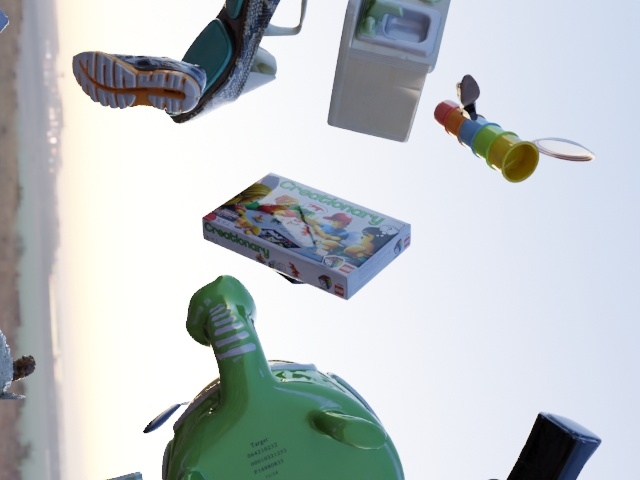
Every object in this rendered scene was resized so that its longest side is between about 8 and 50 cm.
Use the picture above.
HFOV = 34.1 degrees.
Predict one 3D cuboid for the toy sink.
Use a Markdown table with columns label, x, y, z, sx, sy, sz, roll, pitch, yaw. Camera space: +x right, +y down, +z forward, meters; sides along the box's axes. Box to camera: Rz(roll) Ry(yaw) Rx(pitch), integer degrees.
| label | x | y | z | sx | sy | sz | roll | pitch | yaw |
| --- | --- | --- | --- | --- | --- | --- | --- | --- | --- |
| toy sink | 0.098 | -0.271 | 1.437 | 0.234 | 0.131 | 0.152 | 100 | 3 | -56 |

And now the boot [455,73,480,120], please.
| label | x | y | z | sx | sy | sz | roll | pitch | yaw |
| --- | --- | --- | --- | --- | --- | --- | --- | --- | --- |
| boot | 0.290 | -0.296 | 2.088 | 0.087 | 0.042 | 0.118 | -105 | -178 | -54 |

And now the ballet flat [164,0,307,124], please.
| label | x | y | z | sx | sy | sz | roll | pitch | yaw |
| --- | --- | --- | --- | --- | --- | --- | --- | --- | --- |
| ballet flat | -0.126 | -0.392 | 1.926 | 0.482 | 0.182 | 0.164 | -59 | -143 | 34 |

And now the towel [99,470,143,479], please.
| label | x | y | z | sx | sy | sz | roll | pitch | yaw |
| --- | --- | --- | --- | --- | --- | --- | --- | --- | --- |
| towel | -0.390 | 0.537 | 2.043 | 0.023 | 0.113 | 0.152 | 102 | -25 | -77 |

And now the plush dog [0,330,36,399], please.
| label | x | y | z | sx | sy | sz | roll | pitch | yaw |
| --- | --- | --- | --- | --- | --- | --- | --- | --- | --- |
| plush dog | -0.626 | 0.168 | 1.837 | 0.262 | 0.211 | 0.225 | 33 | -44 | 58 |

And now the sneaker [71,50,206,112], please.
| label | x | y | z | sx | sy | sz | roll | pitch | yaw |
| --- | --- | --- | --- | --- | --- | --- | --- | --- | --- |
| sneaker | -0.271 | -0.244 | 1.568 | 0.083 | 0.215 | 0.084 | -60 | 162 | -54 |

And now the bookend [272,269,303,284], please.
| label | x | y | z | sx | sy | sz | roll | pitch | yaw |
| --- | --- | --- | --- | --- | --- | --- | --- | --- | --- |
| bookend | 0.000 | 0.000 | 2.002 | 0.072 | 0.156 | 0.157 | 34 | -70 | 33 |

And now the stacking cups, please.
| label | x | y | z | sx | sy | sz | roll | pitch | yaw |
| --- | --- | --- | --- | --- | --- | --- | --- | --- | --- |
| stacking cups | 0.345 | -0.233 | 2.262 | 0.316 | 0.096 | 0.096 | -132 | -141 | -51 |

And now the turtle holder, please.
| label | x | y | z | sx | sy | sz | roll | pitch | yaw |
| --- | --- | --- | --- | --- | --- | --- | --- | --- | --- |
| turtle holder | -0.064 | 0.221 | 1.062 | 0.243 | 0.320 | 0.227 | -47 | -162 | 2 |

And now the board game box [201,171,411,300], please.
| label | x | y | z | sx | sy | sz | roll | pitch | yaw |
| --- | --- | --- | --- | --- | --- | --- | --- | --- | --- |
| board game box | -0.025 | -0.014 | 1.781 | 0.305 | 0.193 | 0.053 | 22 | -50 | 29 |

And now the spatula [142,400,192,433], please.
| label | x | y | z | sx | sy | sz | roll | pitch | yaw |
| --- | --- | --- | --- | --- | --- | --- | --- | --- | --- |
| spatula | -0.272 | 0.333 | 2.086 | 0.030 | 0.084 | 0.296 | 60 | 25 | 6 |

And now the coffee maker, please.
| label | x | y | z | sx | sy | sz | roll | pitch | yaw |
| --- | --- | --- | --- | --- | --- | --- | --- | --- | --- |
| coffee maker | 0.394 | 0.398 | 1.808 | 0.171 | 0.120 | 0.178 | 4 | 111 | -66 |

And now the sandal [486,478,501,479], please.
| label | x | y | z | sx | sy | sz | roll | pitch | yaw |
| --- | --- | --- | --- | --- | --- | --- | --- | --- | --- |
| sandal | 0.347 | 0.540 | 2.154 | 0.180 | 0.072 | 0.049 | -45 | 126 | -59 |

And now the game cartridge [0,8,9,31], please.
| label | x | y | z | sx | sy | sz | roll | pitch | yaw |
| --- | --- | --- | --- | --- | --- | --- | --- | --- | --- |
| game cartridge | -0.599 | -0.184 | 1.435 | 0.068 | 0.355 | 0.230 | 51 | 31 | -21 |

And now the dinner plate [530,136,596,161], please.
| label | x | y | z | sx | sy | sz | roll | pitch | yaw |
| --- | --- | --- | --- | --- | --- | --- | --- | --- | --- |
| dinner plate | 0.505 | -0.192 | 2.178 | 0.141 | 0.141 | 0.017 | 170 | -64 | -76 |
